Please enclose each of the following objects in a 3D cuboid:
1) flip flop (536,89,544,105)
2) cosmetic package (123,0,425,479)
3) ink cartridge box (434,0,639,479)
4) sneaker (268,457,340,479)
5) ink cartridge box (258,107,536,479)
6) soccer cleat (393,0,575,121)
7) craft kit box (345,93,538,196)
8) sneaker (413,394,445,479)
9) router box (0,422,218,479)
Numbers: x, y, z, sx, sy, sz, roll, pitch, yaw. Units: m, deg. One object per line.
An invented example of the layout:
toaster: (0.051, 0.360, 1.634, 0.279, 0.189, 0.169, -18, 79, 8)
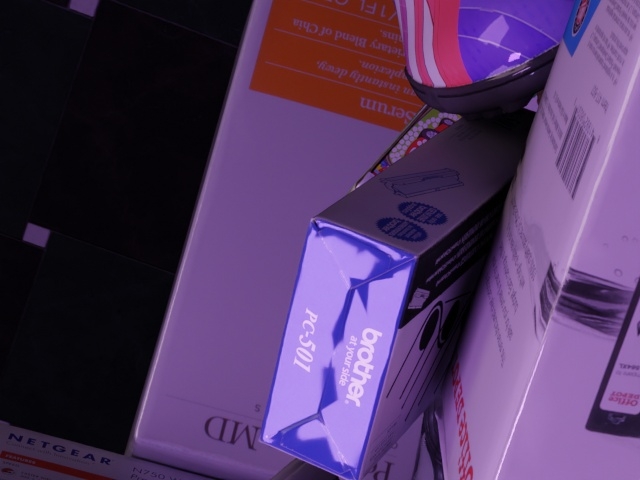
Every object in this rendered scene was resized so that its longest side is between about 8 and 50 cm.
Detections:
flip flop: (0.149, -0.093, 0.780, 0.112, 0.080, 0.277, 130, 155, -79)
cosmetic package: (0.000, 0.000, 1.370, 0.161, 0.230, 0.453, 120, 164, -70)
ink cartridge box: (0.112, 0.005, 0.554, 0.148, 0.086, 0.203, -84, 10, -71)
sneaker: (-0.018, 0.254, 0.857, 0.321, 0.180, 0.124, -41, -20, -44)
ink cartridge box: (0.047, 0.011, 0.663, 0.207, 0.046, 0.097, -36, -36, -60)
soccer cleat: (0.066, -0.149, 0.748, 0.116, 0.109, 0.318, 60, -171, -21)
craft kit box: (0.098, -0.087, 0.954, 0.246, 0.061, 0.250, -47, 0, -9)
sneaker: (0.081, 0.104, 0.799, 0.268, 0.101, 0.153, -83, 11, -60)
router box: (-0.111, 0.270, 1.136, 0.301, 0.336, 0.082, -83, 10, -71)
